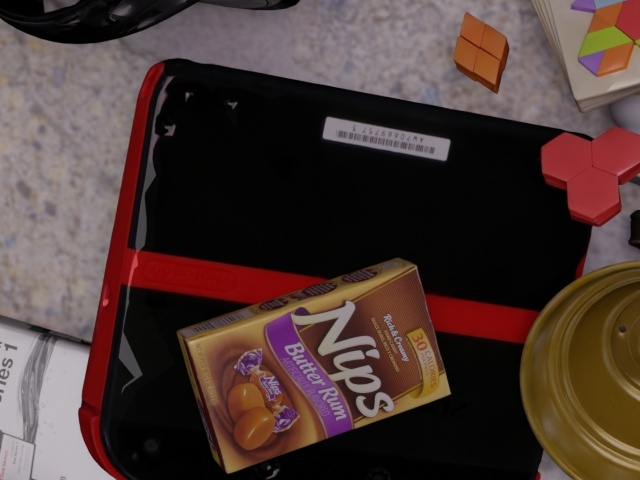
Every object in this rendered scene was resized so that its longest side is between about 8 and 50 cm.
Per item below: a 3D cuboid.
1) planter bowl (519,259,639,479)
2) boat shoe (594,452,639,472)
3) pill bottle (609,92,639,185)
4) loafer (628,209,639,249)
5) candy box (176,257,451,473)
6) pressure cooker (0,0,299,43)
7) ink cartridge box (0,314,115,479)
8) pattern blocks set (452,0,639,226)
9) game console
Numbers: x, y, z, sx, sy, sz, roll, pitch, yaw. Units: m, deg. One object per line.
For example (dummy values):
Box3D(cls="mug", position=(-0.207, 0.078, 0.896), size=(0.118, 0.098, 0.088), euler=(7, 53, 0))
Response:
Box3D(cls="planter bowl", position=(0.273, 0.101, 1.410), size=(0.217, 0.090, 0.217), euler=(7, 113, 16))
Box3D(cls="boat shoe", position=(0.276, 0.194, 1.470), size=(0.142, 0.049, 0.040), euler=(-1, 88, 1))
Box3D(cls="pill bottle", position=(0.297, -0.133, 1.453), size=(0.103, 0.103, 0.184), euler=(18, 89, 4))
Box3D(cls="loafer", position=(0.335, 0.056, 1.455), size=(0.220, 0.080, 0.078), euler=(37, 90, 4))
Box3D(cls="candy box", position=(-0.004, 0.093, 1.355), size=(0.186, 0.053, 0.109), euler=(-19, 102, -13))
Box3D(cls="pressure cooker", position=(-0.143, -0.352, 1.354), size=(0.375, 0.370, 0.420), euler=(16, 85, 7))
Box3D(cls="ink cartridge box", position=(-0.226, 0.158, 1.475), size=(0.219, 0.092, 0.160), euler=(16, 89, 3))
Box3D(cls="pattern blocks set", position=(0.242, -0.191, 1.398), size=(0.285, 0.026, 0.325), euler=(-29, 58, 3))
Box3D(cls="game console", position=(0.019, 0.053, 1.413), size=(0.386, 0.060, 0.342), euler=(9, 95, -16))
